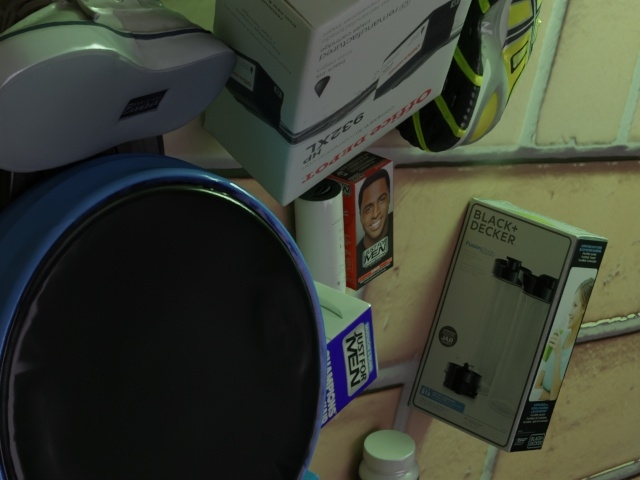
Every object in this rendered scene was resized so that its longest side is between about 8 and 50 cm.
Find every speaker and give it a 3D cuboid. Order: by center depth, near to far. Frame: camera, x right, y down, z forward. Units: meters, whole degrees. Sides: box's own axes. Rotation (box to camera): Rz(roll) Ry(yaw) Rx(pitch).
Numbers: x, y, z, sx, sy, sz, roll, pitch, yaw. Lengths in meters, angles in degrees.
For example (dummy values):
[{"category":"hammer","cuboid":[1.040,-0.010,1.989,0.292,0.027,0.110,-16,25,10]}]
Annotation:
[{"category":"speaker","cuboid":[0.000,0.000,1.825,0.055,0.055,0.136,-35,134,-40]}]

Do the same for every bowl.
[{"category":"bowl","cuboid":[-0.145,0.122,1.405,0.391,0.077,0.391,-5,97,-44]}]

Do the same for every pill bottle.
[{"category":"pill bottle","cuboid":[0.086,0.313,2.101,0.078,0.078,0.137,-31,131,-43]}]

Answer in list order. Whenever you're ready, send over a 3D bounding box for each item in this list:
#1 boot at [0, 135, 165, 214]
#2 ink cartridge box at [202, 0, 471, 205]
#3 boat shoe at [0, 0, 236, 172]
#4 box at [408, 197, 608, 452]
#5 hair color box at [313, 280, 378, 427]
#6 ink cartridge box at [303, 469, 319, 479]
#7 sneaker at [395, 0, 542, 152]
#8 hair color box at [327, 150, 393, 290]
[{"category":"boot","cuboid":[-0.229,0.044,1.471,0.223,0.118,0.338,-7,112,-55]},{"category":"ink cartridge box","cuboid":[0.020,-0.200,1.541,0.223,0.129,0.307,-36,162,-22]},{"category":"boat shoe","cuboid":[-0.213,-0.164,1.361,0.136,0.156,0.367,-54,166,25]},{"category":"box","cuboid":[0.237,0.105,2.119,0.087,0.169,0.290,6,105,-53]},{"category":"hair color box","cuboid":[-0.117,0.159,1.633,0.339,0.185,0.110,-40,137,-35]},{"category":"ink cartridge box","cuboid":[-0.111,0.315,1.761,0.203,0.148,0.086,-45,141,-32]},{"category":"sneaker","cuboid":[0.189,-0.289,1.871,0.147,0.145,0.384,-12,128,-56]},{"category":"hair color box","cuboid":[0.046,-0.022,1.889,0.072,0.043,0.141,-33,132,-40]}]
